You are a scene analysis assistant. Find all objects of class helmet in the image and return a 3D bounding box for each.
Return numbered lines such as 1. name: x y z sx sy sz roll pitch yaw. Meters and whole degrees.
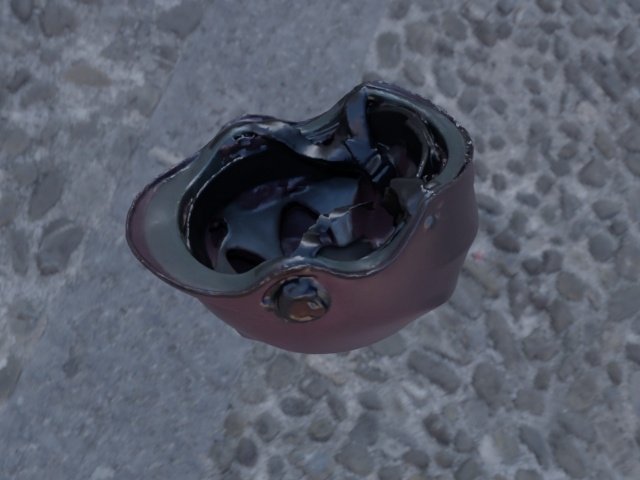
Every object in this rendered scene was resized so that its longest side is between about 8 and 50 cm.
1. helmet: 0.000 0.000 1.077 0.338 0.197 0.271 -23 41 -2
